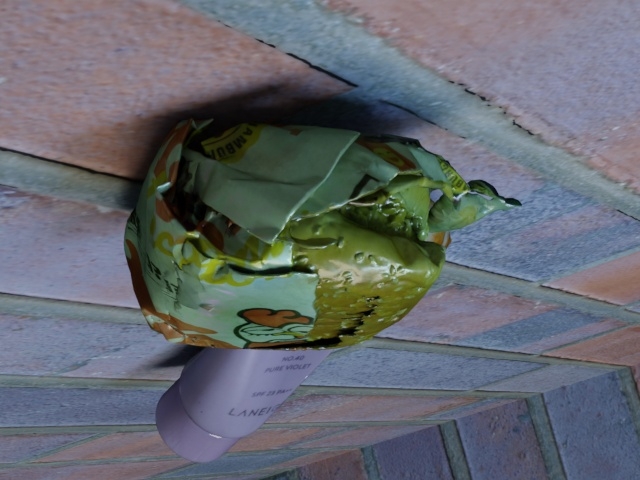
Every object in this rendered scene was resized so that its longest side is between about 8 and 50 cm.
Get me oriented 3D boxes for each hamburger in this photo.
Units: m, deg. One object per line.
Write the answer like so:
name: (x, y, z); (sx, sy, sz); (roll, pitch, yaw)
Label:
hamburger: (0.003, -0.001, 0.787); (0.235, 0.125, 0.214); (6, 169, -19)

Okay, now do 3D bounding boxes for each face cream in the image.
face cream: (-0.061, 0.120, 1.296); (0.154, 0.096, 0.274); (1, 146, -39)

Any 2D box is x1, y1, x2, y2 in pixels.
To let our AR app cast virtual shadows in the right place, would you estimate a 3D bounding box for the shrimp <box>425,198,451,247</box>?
shrimp: (0.016, 0.004, 1.006); (0.166, 0.049, 0.161); (-8, 168, 7)
